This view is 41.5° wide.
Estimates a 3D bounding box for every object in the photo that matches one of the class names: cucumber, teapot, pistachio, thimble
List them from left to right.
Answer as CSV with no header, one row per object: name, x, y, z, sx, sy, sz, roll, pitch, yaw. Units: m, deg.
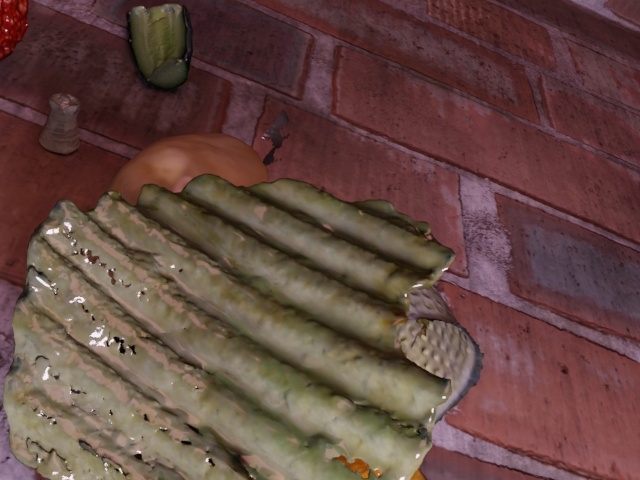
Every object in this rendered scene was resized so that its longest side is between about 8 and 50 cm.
teapot,-0.366,-0.173,1.201,0.057,0.083,0.067,11,42,-15
cucumber,-0.267,-0.340,1.467,0.115,0.085,0.193,-22,47,7
pistachio,-0.164,-0.019,1.044,0.238,0.229,0.321,-5,28,9
thimble,0.031,0.128,0.958,0.271,0.270,0.150,2,42,-31

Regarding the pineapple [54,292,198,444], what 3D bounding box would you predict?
pineapple,-0.208,0.136,0.920,0.251,0.125,0.125,41,38,24

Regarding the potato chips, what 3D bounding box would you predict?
potato chips,-0.077,0.070,0.775,0.390,0.097,0.373,10,54,1

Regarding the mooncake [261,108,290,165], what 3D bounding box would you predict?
mooncake,-0.012,0.004,1.131,0.346,0.057,0.150,64,22,-17

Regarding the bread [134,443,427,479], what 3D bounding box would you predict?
bread,-0.045,0.285,0.819,0.344,0.148,0.195,4,37,-24

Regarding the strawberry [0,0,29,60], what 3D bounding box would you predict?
strawberry,-0.552,-0.382,1.197,0.261,0.257,0.261,13,35,-9
